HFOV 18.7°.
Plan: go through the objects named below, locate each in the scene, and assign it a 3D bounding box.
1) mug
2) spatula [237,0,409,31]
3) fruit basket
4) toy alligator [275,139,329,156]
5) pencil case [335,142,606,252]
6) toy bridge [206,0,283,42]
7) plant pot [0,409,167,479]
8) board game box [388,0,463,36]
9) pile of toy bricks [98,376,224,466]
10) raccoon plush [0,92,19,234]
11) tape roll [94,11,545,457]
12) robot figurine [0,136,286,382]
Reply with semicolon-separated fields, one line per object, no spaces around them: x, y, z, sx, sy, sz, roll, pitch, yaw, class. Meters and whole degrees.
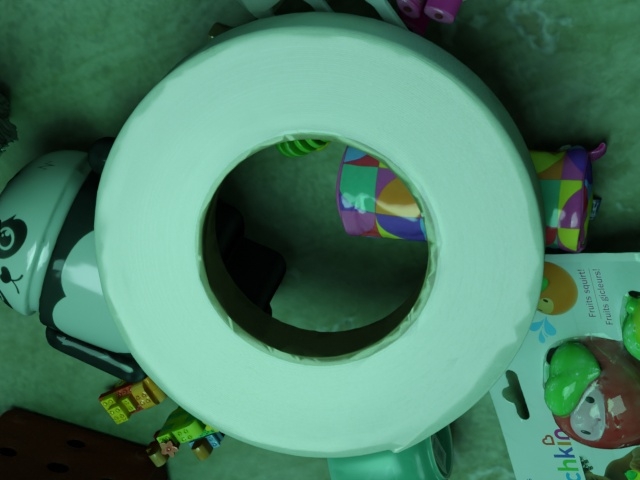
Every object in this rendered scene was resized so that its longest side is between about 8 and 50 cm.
0.077;0.200;1.900;0.097;0.158;0.129;-10;93;20;mug
0.014;-0.184;1.681;0.168;0.019;0.242;-5;140;35;spatula
0.313;0.153;1.763;0.353;0.165;0.327;-5;120;24;fruit basket
0.010;-0.110;1.728;0.056;0.051;0.189;37;145;-26;toy alligator
0.134;-0.044;1.737;0.236;0.104;0.104;4;122;13;pencil case
-0.053;-0.245;1.710;0.063;0.026;0.188;18;125;3;toy bridge
-0.292;0.334;2.024;0.267;0.267;0.236;16;113;8;plant pot
0.073;-0.324;1.463;0.390;0.050;0.390;38;148;-28;board game box
-0.131;0.174;1.950;0.212;0.105;0.118;-25;111;29;pile of toy bricks
-0.447;-0.008;1.761;0.216;0.446;0.299;31;113;-19;raccoon plush
0.000;0.000;1.667;0.392;0.072;0.392;2;107;7;tape roll
-0.179;0.023;1.826;0.278;0.173;0.209;21;85;4;robot figurine
